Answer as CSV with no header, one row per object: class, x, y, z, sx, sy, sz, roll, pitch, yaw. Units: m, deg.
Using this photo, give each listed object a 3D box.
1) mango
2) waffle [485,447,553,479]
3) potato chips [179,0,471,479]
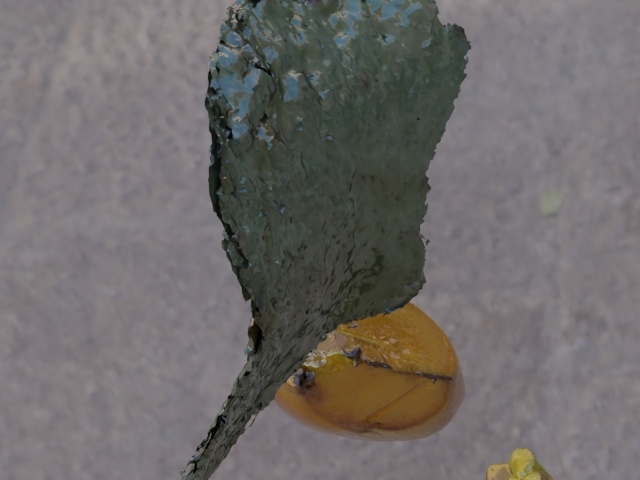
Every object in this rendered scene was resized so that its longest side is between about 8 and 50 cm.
mango,0.041,0.119,1.580,0.154,0.252,0.126,-29,54,24
waffle,0.199,0.267,1.263,0.056,0.253,0.249,-29,11,0
potato chips,-0.008,0.000,0.701,0.059,0.167,0.228,7,89,31
